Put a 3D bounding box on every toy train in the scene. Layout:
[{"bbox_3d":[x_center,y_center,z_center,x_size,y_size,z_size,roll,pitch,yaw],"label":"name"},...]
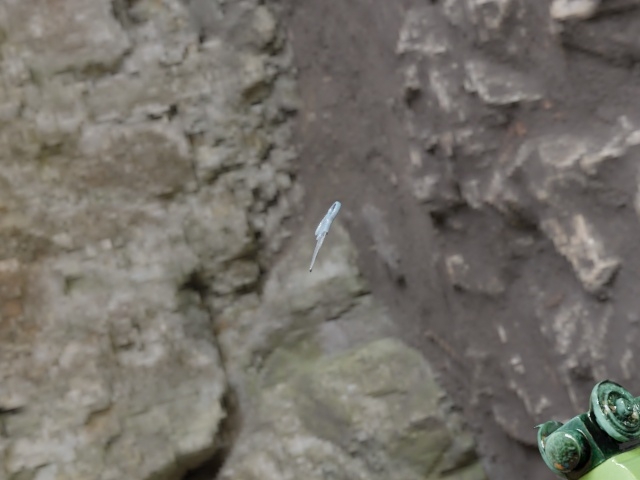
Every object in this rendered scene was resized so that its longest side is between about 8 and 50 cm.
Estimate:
[{"bbox_3d":[0.311,0.208,1.211,0.105,0.253,0.157,-44,66,34],"label":"toy train"}]

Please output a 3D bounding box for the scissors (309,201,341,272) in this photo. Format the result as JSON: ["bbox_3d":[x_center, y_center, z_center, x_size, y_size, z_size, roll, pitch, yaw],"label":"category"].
[{"bbox_3d":[0.000,0.000,1.035,0.036,0.006,0.083,-52,11,37],"label":"scissors"}]
